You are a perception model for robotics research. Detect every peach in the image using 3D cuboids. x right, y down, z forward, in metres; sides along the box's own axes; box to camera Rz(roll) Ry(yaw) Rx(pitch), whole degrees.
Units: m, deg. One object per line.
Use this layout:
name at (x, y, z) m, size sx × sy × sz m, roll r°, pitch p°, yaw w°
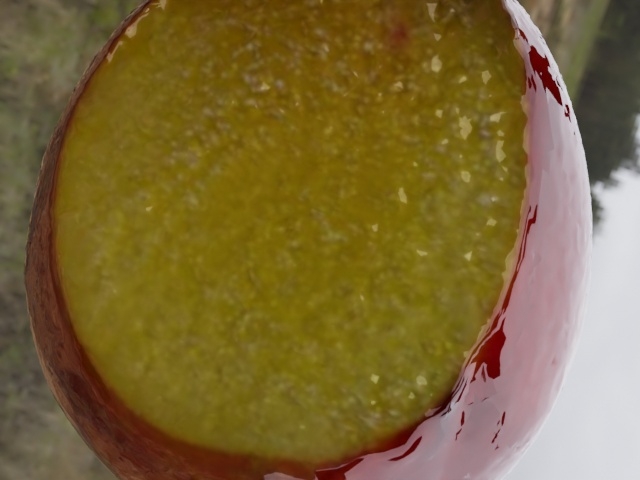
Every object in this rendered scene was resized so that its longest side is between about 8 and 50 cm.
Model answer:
peach at (0.000, 0.000, 0.535) m, size 0.192 × 0.190 × 0.190 m, roll 98°, pitch 7°, yaw -45°
